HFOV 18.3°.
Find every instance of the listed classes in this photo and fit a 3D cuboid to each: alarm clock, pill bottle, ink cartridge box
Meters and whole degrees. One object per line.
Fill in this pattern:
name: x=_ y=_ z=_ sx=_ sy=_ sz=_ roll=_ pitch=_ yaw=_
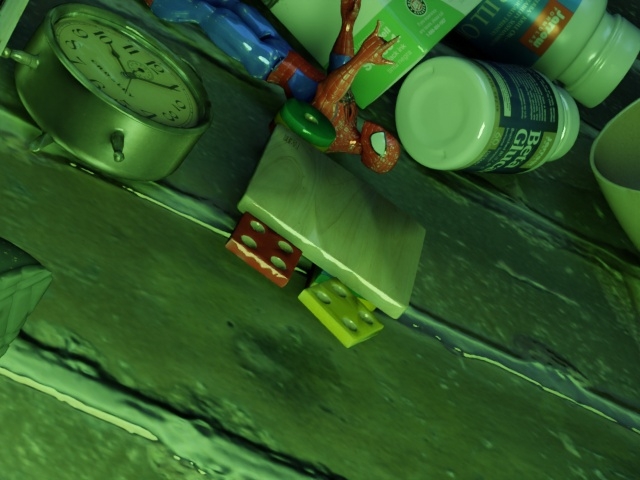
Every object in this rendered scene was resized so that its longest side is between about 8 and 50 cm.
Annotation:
alarm clock: x=-0.131 y=-0.100 z=1.335 sx=0.129 sy=0.064 sz=0.192 roll=43 pitch=28 yaw=10
pill bottle: x=0.146 y=-0.103 z=1.672 sx=0.169 sy=0.094 sz=0.094 roll=0 pitch=45 yaw=-53
ink cartridge box: x=0.020 y=-0.242 z=1.670 sx=0.219 sy=0.092 sz=0.160 roll=47 pitch=40 yaw=-3
pill bottle: x=0.197 y=-0.227 z=1.911 sx=0.221 sy=0.124 sz=0.124 roll=33 pitch=26 yaw=-8

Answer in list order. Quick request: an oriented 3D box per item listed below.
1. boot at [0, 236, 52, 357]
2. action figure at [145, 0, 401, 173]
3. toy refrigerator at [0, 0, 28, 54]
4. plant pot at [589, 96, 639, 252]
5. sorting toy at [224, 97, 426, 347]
boot: x=-0.296 y=-0.004 z=0.929 sx=0.222 sy=0.118 sz=0.338 roll=41 pitch=15 yaw=14
action figure: x=-0.027 y=-0.173 z=1.521 sx=0.280 sy=0.139 sz=0.091 roll=44 pitch=27 yaw=7
toy refrigerator: x=-0.243 y=-0.141 z=1.221 sx=0.102 sy=0.094 sz=0.269 roll=33 pitch=26 yaw=-13
plant pot: x=0.398 y=-0.028 z=1.732 sx=0.284 sy=0.284 sz=0.191 roll=-72 pitch=144 yaw=-63
sorting toy: x=0.000 y=0.000 z=1.361 sx=0.132 sy=0.046 sz=0.274 roll=35 pitch=25 yaw=-8
